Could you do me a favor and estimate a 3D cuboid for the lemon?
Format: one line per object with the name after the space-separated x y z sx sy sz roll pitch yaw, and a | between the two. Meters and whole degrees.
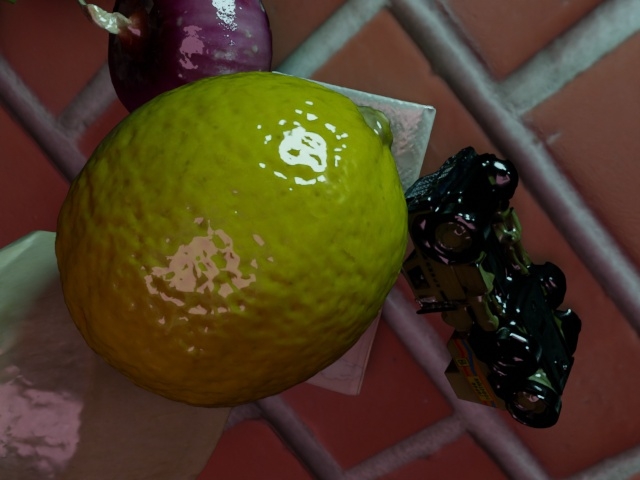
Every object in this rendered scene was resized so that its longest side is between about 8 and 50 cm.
-0.064 -0.001 0.433 0.268 0.267 0.267 4 107 14 | lemon

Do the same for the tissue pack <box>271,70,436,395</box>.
0.000 0.000 0.587 0.170 0.071 0.325 16 109 8 | tissue pack

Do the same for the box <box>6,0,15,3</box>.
-0.319 -0.403 0.471 0.187 0.047 0.334 18 94 -4 | box

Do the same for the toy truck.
0.153 0.047 0.526 0.127 0.127 0.257 -7 118 43 | toy truck

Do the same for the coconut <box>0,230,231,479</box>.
-0.246 0.142 0.583 0.323 0.323 0.322 4 107 14 | coconut

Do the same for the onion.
-0.127 -0.183 0.520 0.178 0.153 0.177 6 108 19 | onion
